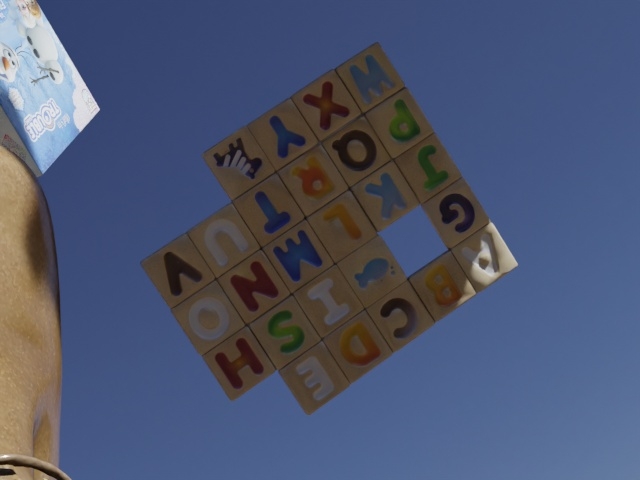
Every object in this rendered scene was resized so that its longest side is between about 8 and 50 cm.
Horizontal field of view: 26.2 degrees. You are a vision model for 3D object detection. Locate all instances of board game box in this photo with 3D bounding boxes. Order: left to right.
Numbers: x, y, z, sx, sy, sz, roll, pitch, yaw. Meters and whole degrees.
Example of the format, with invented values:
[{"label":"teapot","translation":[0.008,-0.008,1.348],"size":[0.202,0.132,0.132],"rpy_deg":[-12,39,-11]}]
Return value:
[{"label":"board game box","translation":[-0.151,-0.084,0.674],"size":[0.020,0.090,0.090],"rpy_deg":[-21,21,19]}]

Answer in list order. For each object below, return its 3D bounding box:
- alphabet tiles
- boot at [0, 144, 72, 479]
[{"label":"alphabet tiles","translation":[0.000,0.000,0.988],"size":[0.237,0.198,0.009],"rpy_deg":[-34,6,-15]},{"label":"boot","translation":[-0.099,0.091,0.420],"size":[0.115,0.305,0.112],"rpy_deg":[-21,-34,30]}]
